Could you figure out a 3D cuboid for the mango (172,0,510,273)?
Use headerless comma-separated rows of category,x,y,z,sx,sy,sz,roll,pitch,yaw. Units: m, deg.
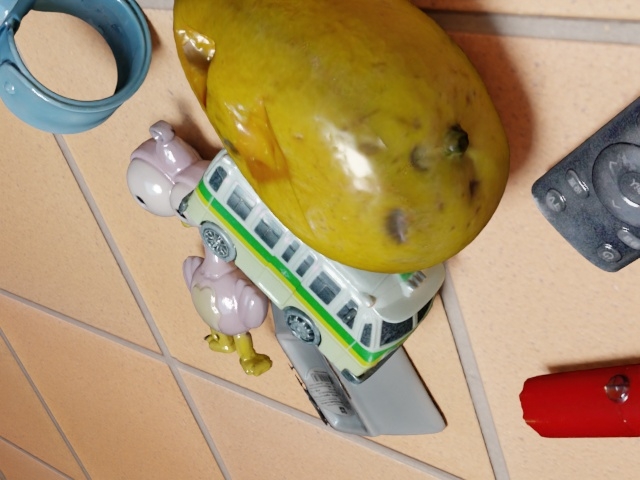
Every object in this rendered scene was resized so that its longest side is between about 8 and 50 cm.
mango,0.006,-0.127,0.934,0.365,0.182,0.253,46,152,24

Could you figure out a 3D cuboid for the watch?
watch,-0.286,-0.226,1.173,0.193,0.211,0.211,33,153,-19

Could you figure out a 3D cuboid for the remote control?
remote control,0.286,-0.083,0.754,0.107,0.044,0.377,49,148,3

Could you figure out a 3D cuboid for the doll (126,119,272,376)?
doll,-0.141,0.004,1.313,0.160,0.094,0.365,26,145,44

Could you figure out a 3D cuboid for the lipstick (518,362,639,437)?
lipstick,0.298,0.145,0.965,0.073,0.073,0.279,54,148,-11

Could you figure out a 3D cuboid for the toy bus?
toy bus,0.000,0.000,1.102,0.276,0.133,0.165,44,149,5

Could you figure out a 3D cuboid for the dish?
dish,0.024,0.156,1.301,0.181,0.080,0.243,-5,123,52
